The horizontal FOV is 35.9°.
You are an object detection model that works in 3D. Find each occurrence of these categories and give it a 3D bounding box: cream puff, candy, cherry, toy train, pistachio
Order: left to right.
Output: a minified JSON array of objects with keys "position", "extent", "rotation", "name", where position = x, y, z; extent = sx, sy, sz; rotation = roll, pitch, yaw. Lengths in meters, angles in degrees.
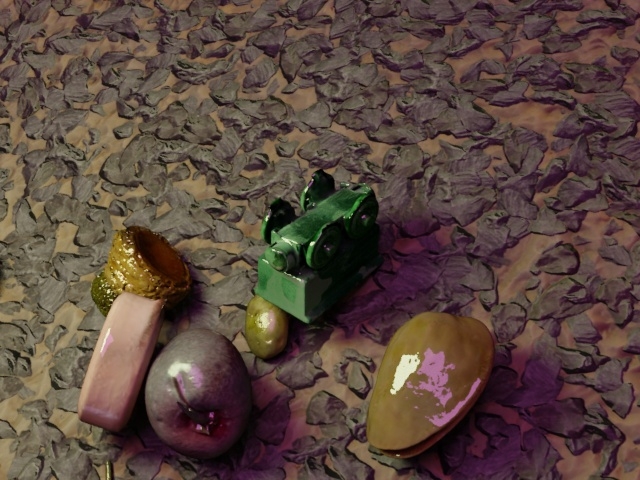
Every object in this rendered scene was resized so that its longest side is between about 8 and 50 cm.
[{"position":[-0.348,0.207,1.743],"extent":[0.094,0.255,0.255],"rotation":[19,61,-7],"name":"candy"},{"position":[-0.361,0.082,1.899],"extent":[0.169,0.183,0.183],"rotation":[-43,53,17],"name":"cream puff"},{"position":[-0.207,0.260,1.690],"extent":[0.184,0.213,0.266],"rotation":[7,28,-3],"name":"cherry"},{"position":[0.000,0.000,1.776],"extent":[0.145,0.202,0.266],"rotation":[28,46,28],"name":"toy train"},{"position":[0.181,0.240,1.633],"extent":[0.213,0.163,0.260],"rotation":[-11,50,50],"name":"pistachio"}]

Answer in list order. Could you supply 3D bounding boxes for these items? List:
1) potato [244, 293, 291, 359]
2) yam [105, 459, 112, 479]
[{"position":[-0.097,0.148,1.820],"extent":[0.092,0.070,0.138],"rotation":[-15,51,28],"name":"potato"},{"position":[-0.372,0.437,1.741],"extent":[0.014,0.014,0.107],"rotation":[-15,55,6],"name":"yam"}]
